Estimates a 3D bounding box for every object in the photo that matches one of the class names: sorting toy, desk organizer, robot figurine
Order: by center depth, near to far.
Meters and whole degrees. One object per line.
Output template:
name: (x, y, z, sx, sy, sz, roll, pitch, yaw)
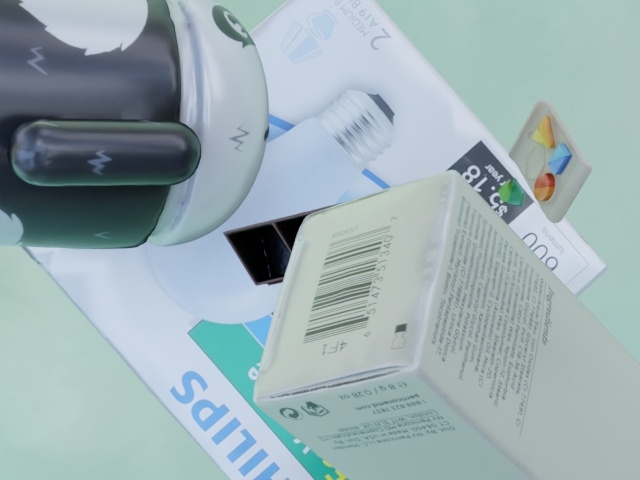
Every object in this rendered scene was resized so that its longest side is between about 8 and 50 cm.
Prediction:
robot figurine: (-0.168, -0.083, 0.916, 0.278, 0.173, 0.209, 2, 57, -24)
sorting toy: (0.140, -0.042, 0.961, 0.012, 0.083, 0.062, -11, 55, -29)
desk organizer: (0.000, 0.000, 1.047, 0.130, 0.050, 0.047, -13, 88, 30)

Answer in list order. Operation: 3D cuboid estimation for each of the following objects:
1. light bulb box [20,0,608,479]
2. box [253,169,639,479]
light bulb box: (-0.011, 0.014, 1.327, 0.361, 0.225, 0.358, -42, 90, -3)
box: (0.096, 0.095, 0.713, 0.094, 0.275, 0.113, -16, 43, 37)
